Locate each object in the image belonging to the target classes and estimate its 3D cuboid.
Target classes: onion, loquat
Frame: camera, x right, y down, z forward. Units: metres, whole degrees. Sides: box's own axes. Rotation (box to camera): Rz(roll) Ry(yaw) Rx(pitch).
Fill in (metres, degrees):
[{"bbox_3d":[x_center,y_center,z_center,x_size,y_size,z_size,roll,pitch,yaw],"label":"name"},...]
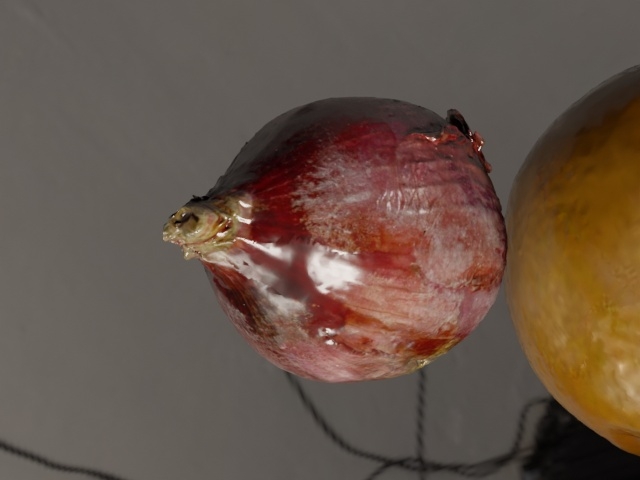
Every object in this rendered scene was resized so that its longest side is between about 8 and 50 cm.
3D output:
[{"bbox_3d":[0.000,0.000,0.829,0.195,0.159,0.159,1,70,-48],"label":"onion"},{"bbox_3d":[0.288,0.017,1.156,0.328,0.328,0.328,22,56,-37],"label":"loquat"}]
